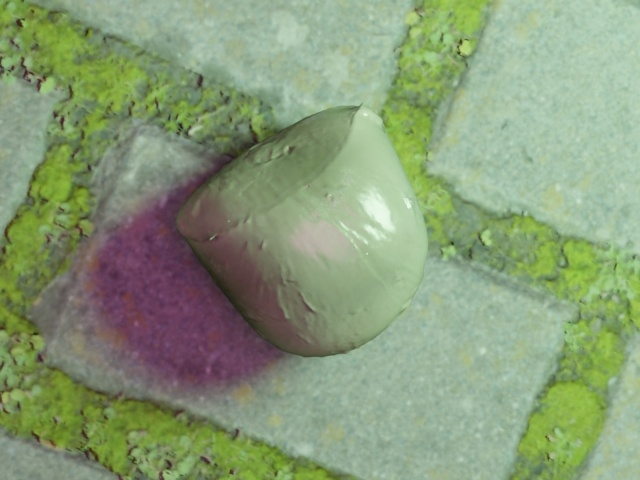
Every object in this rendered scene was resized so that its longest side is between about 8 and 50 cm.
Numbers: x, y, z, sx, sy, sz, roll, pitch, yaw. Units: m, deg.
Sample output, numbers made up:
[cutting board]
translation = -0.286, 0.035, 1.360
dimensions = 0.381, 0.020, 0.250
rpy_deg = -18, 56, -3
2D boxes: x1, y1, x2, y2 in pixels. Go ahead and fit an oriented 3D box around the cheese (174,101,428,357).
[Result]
[cheese]
translation = 0.000, 0.000, 1.608
dimensions = 0.198, 0.154, 0.189
rpy_deg = -32, 103, -10
